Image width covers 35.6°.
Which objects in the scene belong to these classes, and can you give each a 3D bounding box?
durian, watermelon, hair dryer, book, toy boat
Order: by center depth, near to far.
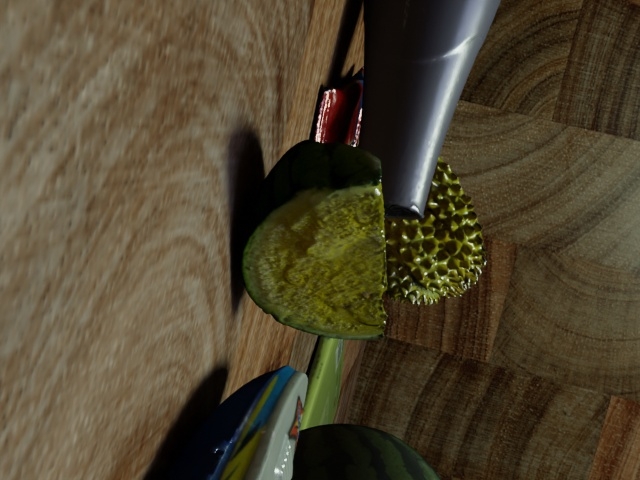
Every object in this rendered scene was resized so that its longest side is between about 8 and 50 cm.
[{"bbox_3d":[-0.050,0.168,0.578,0.295,0.088,0.129,-65,168,-57],"label":"toy boat"},{"bbox_3d":[-0.003,-0.008,0.630,0.181,0.092,0.075,80,10,-55],"label":"watermelon"},{"bbox_3d":[0.055,-0.196,0.741,0.361,0.121,0.301,43,58,-70],"label":"hair dryer"},{"bbox_3d":[0.014,0.251,0.800,0.212,0.212,0.212,14,90,-84],"label":"watermelon"},{"bbox_3d":[0.093,-0.026,1.259,0.237,0.138,0.193,61,-19,19],"label":"durian"},{"bbox_3d":[-0.024,0.281,1.300,0.239,0.035,0.352,94,12,-49],"label":"book"}]

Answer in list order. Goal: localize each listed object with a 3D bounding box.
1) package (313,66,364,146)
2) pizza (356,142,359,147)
[{"bbox_3d":[0.019,-0.106,0.885,0.200,0.022,0.083,-51,154,-71],"label":"package"},{"bbox_3d":[0.050,-0.090,1.120,0.184,0.036,0.176,61,42,-80],"label":"pizza"}]
